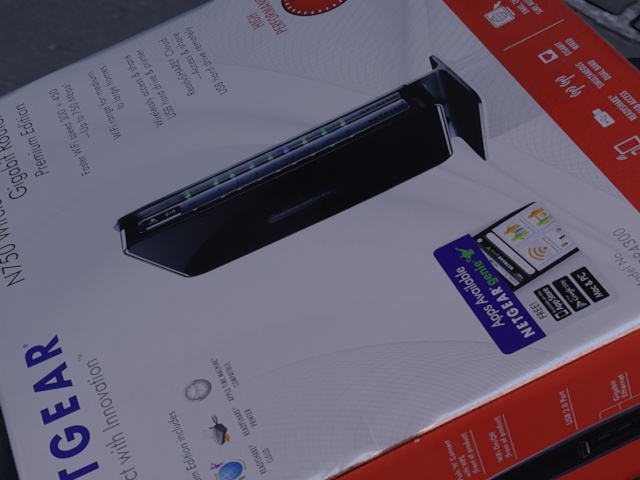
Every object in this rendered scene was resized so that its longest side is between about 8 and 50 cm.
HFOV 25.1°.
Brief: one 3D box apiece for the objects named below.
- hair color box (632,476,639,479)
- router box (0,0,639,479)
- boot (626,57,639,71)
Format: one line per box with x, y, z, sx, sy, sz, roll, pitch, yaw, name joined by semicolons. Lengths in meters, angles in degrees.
0.257;0.152;0.617;0.374;0.114;0.185;7;43;-2;hair color box
0.000;0.000;0.645;0.301;0.082;0.335;-26;40;-5;router box
0.162;-0.031;0.812;0.176;0.088;0.244;3;41;-8;boot
